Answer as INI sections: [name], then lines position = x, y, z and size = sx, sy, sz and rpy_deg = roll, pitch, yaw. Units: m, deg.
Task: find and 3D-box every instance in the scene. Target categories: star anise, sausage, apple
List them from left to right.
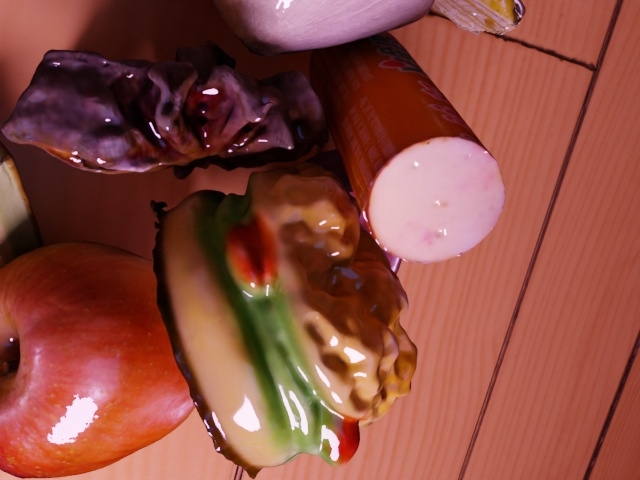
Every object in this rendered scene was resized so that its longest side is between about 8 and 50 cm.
[apple]
position = -0.172, 0.087, 0.571
size = 0.199, 0.199, 0.199
rpy_deg = -20, 123, -35
[star anise]
position = -0.100, -0.094, 0.546
size = 0.220, 0.214, 0.098
rpy_deg = -20, 112, -83
[sausage]
position = 0.048, -0.105, 0.595
size = 0.093, 0.312, 0.093
rpy_deg = -5, 123, -7

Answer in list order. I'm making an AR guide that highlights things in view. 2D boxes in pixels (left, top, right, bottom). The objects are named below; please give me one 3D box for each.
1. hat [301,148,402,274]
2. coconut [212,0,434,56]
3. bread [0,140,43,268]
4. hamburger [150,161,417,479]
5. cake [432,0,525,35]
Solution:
[hat]
position = 0.000, 0.000, 0.743
size = 0.205, 0.089, 0.205
rpy_deg = -22, 129, -30
[coconut]
position = 0.001, -0.243, 0.543
size = 0.224, 0.224, 0.233
rpy_deg = 10, 102, -45
[bread]
position = -0.260, -0.031, 0.540
size = 0.074, 0.084, 0.139
rpy_deg = -38, 162, -24
[hamburger]
position = -0.011, 0.050, 0.559
size = 0.149, 0.237, 0.237
rpy_deg = -19, 130, 5
[cake]
position = 0.139, -0.290, 0.754
size = 0.185, 0.080, 0.116
rpy_deg = 12, 89, -35
